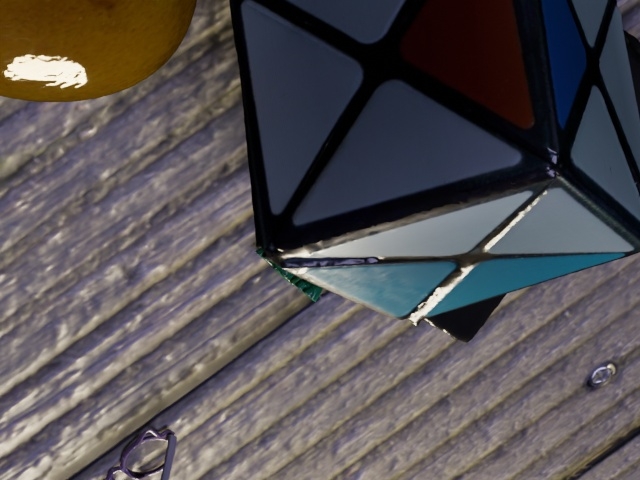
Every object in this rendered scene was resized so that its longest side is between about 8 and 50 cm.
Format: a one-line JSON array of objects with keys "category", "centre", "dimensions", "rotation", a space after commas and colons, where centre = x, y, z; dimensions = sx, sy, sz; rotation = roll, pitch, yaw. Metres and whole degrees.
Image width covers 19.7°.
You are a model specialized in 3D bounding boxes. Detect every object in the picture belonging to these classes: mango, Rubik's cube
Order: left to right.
[{"category": "mango", "centre": [-0.194, -0.237, 1.246], "dimensions": [0.264, 0.221, 0.378], "rotation": [-30, 144, -11]}, {"category": "Rubik's cube", "centre": [0.099, -0.099, 1.429], "dimensions": [0.248, 0.250, 0.246], "rotation": [-16, 159, 25]}]

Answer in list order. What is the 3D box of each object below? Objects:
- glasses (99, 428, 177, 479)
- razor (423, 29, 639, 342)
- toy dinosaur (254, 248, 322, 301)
[{"category": "glasses", "centre": [-0.173, 0.259, 1.747], "dimensions": [0.140, 0.103, 0.062], "rotation": [-40, 138, 9]}, {"category": "razor", "centre": [0.173, -0.065, 1.680], "dimensions": [0.189, 0.107, 0.327], "rotation": [30, 102, -44]}, {"category": "toy dinosaur", "centre": [0.000, 0.000, 1.677], "dimensions": [0.096, 0.059, 0.132], "rotation": [-51, 132, -1]}]
